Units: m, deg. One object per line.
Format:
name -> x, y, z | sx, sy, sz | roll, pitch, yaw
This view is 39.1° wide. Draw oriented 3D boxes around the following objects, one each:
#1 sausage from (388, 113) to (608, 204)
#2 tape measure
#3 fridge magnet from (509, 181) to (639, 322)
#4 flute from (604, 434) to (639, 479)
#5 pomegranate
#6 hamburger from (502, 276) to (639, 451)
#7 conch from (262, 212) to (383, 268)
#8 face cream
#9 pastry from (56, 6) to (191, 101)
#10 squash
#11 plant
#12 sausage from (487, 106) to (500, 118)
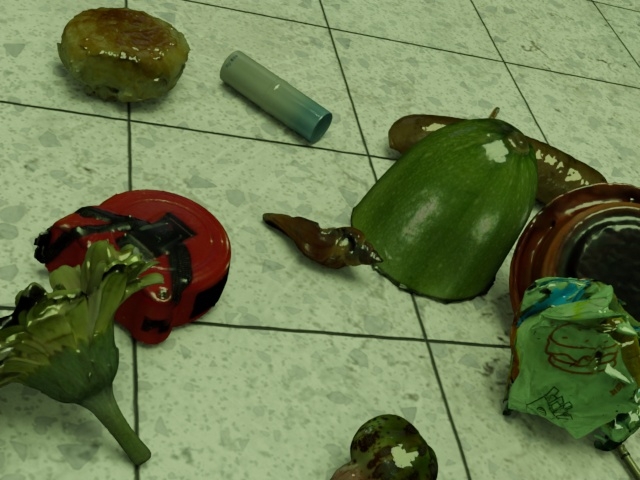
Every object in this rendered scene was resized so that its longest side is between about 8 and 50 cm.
sausage -> 0.387, -0.173, 1.935 | 0.501, 0.123, 0.136 | 19, 69, -5
tape measure -> -0.270, 0.023, 1.414 | 0.253, 0.114, 0.260 | 36, 42, 14
fridge magnet -> 0.515, 0.075, 1.585 | 0.364, 0.155, 0.363 | 0, 84, -1
flute -> 0.527, 0.404, 1.437 | 0.027, 0.027, 0.233 | -3, 47, -28
pomegranate -> 0.085, 0.315, 1.251 | 0.163, 0.125, 0.138 | -13, 64, -34
hamburger -> 0.429, 0.198, 1.427 | 0.276, 0.260, 0.150 | 21, 2, 0
conch -> 0.000, 0.005, 1.594 | 0.233, 0.086, 0.080 | 12, 80, 6
face cream -> -0.093, -0.300, 1.879 | 0.250, 0.077, 0.077 | 37, 42, 17
pastry -> -0.390, -0.368, 1.787 | 0.257, 0.120, 0.235 | 8, 38, -14
squash -> 0.243, -0.098, 1.638 | 0.310, 0.309, 0.310 | 12, 42, -11
plant -> -0.339, 0.154, 1.139 | 0.261, 0.306, 0.297 | 8, 63, -60
sausage -> 0.413, -0.298, 2.163 | 0.015, 0.015, 0.100 | 30, 40, 8
